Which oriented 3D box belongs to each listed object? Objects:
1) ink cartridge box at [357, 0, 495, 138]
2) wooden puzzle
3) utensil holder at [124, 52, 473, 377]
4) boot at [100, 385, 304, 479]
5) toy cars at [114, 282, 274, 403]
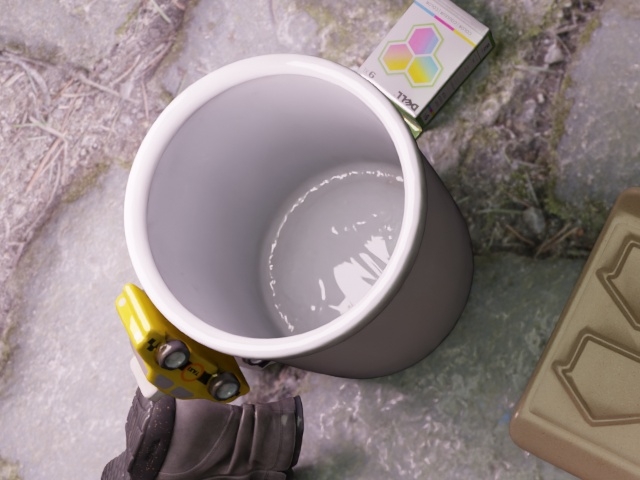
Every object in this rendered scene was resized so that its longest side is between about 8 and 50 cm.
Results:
[{"bbox_3d":[0.124,-0.223,1.552,0.109,0.062,0.209,41,93,20],"label":"ink cartridge box"},{"bbox_3d":[0.437,0.152,1.369,0.322,0.080,0.347,25,91,21],"label":"wooden puzzle"},{"bbox_3d":[0.000,0.000,1.370,0.328,0.385,0.327,-4,76,16],"label":"utensil holder"},{"bbox_3d":[-0.156,0.318,1.476,0.223,0.338,0.118,11,43,-20],"label":"boot"},{"bbox_3d":[-0.156,0.123,1.388,0.087,0.394,0.176,-41,88,8],"label":"toy cars"}]
